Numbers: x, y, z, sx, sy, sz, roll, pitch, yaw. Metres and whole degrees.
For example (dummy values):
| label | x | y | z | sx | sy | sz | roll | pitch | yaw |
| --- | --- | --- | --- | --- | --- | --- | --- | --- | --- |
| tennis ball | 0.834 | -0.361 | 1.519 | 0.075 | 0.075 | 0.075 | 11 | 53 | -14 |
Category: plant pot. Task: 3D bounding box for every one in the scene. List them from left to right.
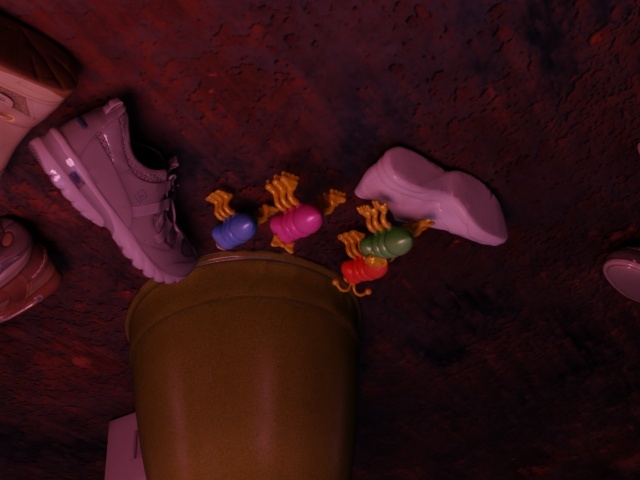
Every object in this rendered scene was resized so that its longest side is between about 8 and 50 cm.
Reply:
| label | x | y | z | sx | sy | sz | roll | pitch | yaw |
| --- | --- | --- | --- | --- | --- | --- | --- | --- | --- |
| plant pot | -0.100 | 0.266 | 0.945 | 0.366 | 0.353 | 0.367 | -4 | 139 | -4 |

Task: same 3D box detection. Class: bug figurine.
| label | x | y | z | sx | sy | sz | roll | pitch | yaw |
| --- | --- | --- | --- | --- | --- | --- | --- | --- | --- |
| bug figurine | 0.000 | 0.000 | 0.834 | 0.278 | 0.072 | 0.216 | 16 | 160 | -23 |

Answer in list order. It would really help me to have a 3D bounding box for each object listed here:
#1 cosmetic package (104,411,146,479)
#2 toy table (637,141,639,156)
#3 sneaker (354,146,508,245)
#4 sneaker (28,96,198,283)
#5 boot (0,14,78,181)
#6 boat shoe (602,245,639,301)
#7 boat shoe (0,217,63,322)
| label | x | y | z | sx | sy | sz | roll | pitch | yaw |
| --- | --- | --- | --- | --- | --- | --- | --- | --- | --- |
| cosmetic package | -0.220 | 0.449 | 1.286 | 0.196 | 0.155 | 0.366 | -23 | 136 | 13 |
| toy table | 0.513 | -0.108 | 0.763 | 0.274 | 0.161 | 0.252 | -18 | 138 | 10 |
| sneaker | 0.141 | -0.044 | 0.854 | 0.212 | 0.080 | 0.094 | 26 | 141 | -24 |
| sneaker | -0.195 | -0.043 | 0.765 | 0.115 | 0.105 | 0.281 | -38 | 150 | -6 |
| boot | -0.393 | -0.148 | 0.625 | 0.261 | 0.095 | 0.203 | 23 | 132 | -39 |
| boat shoe | 0.552 | 0.059 | 1.029 | 0.335 | 0.096 | 0.112 | 25 | 165 | -27 |
| boat shoe | -0.475 | 0.086 | 0.860 | 0.324 | 0.123 | 0.116 | -21 | 140 | 16 |
